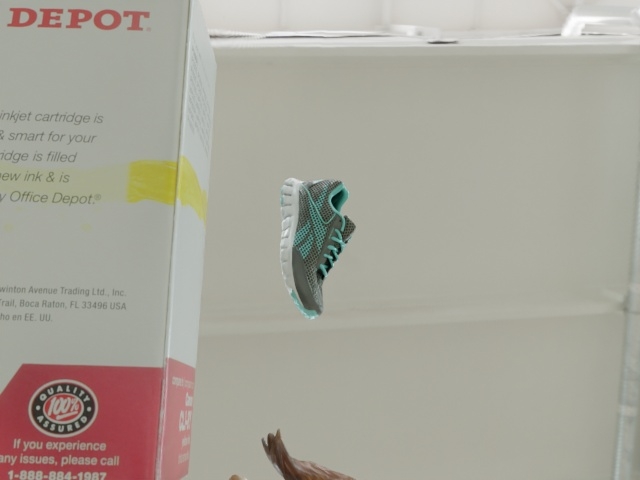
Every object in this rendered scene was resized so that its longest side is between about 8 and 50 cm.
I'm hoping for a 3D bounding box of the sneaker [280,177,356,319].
[{"bbox_3d":[0.000,0.000,0.761,0.076,0.166,0.065,-10,-29,13],"label":"sneaker"}]

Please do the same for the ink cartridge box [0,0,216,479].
[{"bbox_3d":[-0.236,-0.009,0.580,0.280,0.160,0.384,2,-103,0],"label":"ink cartridge box"}]

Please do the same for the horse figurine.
[{"bbox_3d":[0.015,0.219,0.566,0.175,0.066,0.263,5,-30,7],"label":"horse figurine"}]
